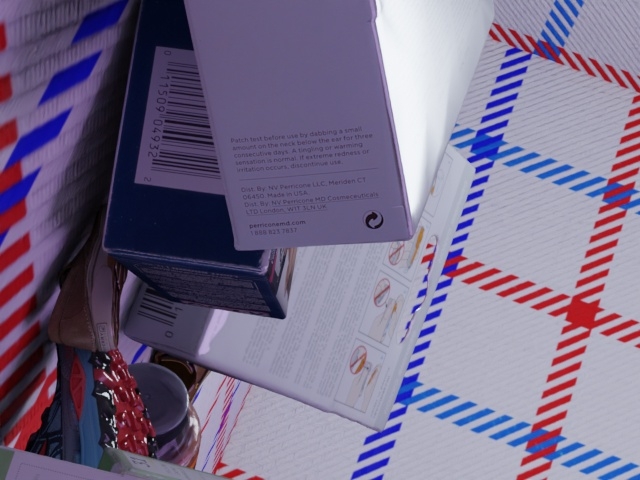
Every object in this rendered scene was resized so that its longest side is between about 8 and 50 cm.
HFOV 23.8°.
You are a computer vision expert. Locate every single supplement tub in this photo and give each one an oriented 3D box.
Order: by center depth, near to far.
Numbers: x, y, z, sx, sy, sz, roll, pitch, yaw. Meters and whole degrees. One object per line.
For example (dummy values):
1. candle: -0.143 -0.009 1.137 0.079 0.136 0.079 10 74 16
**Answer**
1. supplement tub: -0.157 0.186 1.288 0.198 0.106 0.106 107 4 -49

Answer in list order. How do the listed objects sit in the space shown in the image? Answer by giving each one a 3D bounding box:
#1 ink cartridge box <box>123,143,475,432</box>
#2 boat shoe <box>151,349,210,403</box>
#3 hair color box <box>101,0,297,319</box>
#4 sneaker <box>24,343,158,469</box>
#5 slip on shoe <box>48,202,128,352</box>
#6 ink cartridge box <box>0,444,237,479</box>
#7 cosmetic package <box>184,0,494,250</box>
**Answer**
1. ink cartridge box: 0.000 0.000 1.461 0.385 0.091 0.308 32 76 -58
2. boat shoe: -0.139 0.120 1.569 0.060 0.064 0.178 100 13 -84
3. hair color box: -0.066 -0.048 1.067 0.347 0.105 0.174 88 10 -83
4. sneaker: -0.175 0.160 0.968 0.104 0.125 0.262 70 10 -48
5. slip on shoe: -0.149 0.022 0.986 0.135 0.041 0.051 -94 180 -50
6. ink cartridge box: -0.139 0.197 0.829 0.171 0.235 0.056 -70 -160 4
7. cosmetic package: 0.015 -0.200 0.822 0.377 0.097 0.284 -63 148 -63
